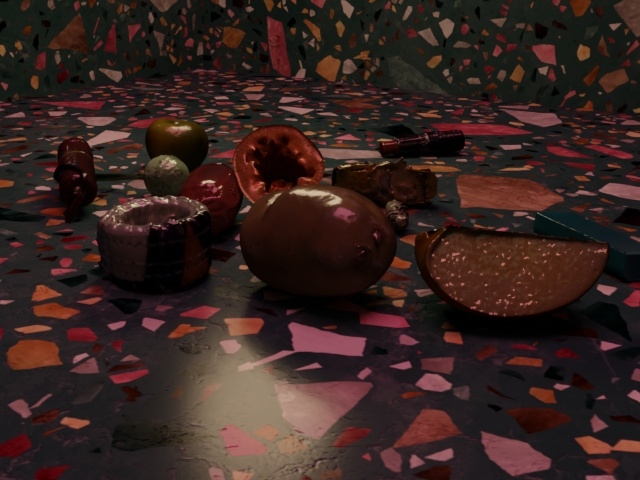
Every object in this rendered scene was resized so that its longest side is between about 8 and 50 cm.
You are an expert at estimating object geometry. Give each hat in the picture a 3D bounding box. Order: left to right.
[{"bbox_3d":[-0.072,-0.140,1.944,0.244,0.233,0.233,-3,-24,16],"label":"hat"}]

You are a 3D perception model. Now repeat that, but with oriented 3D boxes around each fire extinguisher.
[{"bbox_3d":[-0.655,-0.161,2.023,0.105,0.141,0.341,21,20,-27],"label":"fire extinguisher"}]

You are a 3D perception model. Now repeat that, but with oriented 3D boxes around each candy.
[{"bbox_3d":[-0.564,-0.181,2.148,0.440,0.119,0.119,3,20,23],"label":"candy"}]

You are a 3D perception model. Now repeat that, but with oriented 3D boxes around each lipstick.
[{"bbox_3d":[0.344,-0.328,2.591,0.300,0.081,0.081,-6,22,-12],"label":"lipstick"}]

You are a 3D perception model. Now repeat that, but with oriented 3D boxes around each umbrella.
[{"bbox_3d":[0.193,-0.062,1.905,0.062,0.067,0.143,29,11,-10],"label":"umbrella"}]

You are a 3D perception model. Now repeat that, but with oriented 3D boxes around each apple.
[{"bbox_3d":[-0.442,-0.292,2.344,0.196,0.157,0.196,2,21,-1],"label":"apple"},{"bbox_3d":[0.350,0.054,1.443,0.346,0.179,0.254,4,33,3],"label":"apple"}]

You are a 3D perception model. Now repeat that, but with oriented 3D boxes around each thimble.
[{"bbox_3d":[-0.344,0.002,1.583,0.237,0.150,0.237,0,21,0],"label":"thimble"}]

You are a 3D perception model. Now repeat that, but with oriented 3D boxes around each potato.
[{"bbox_3d":[0.000,0.000,1.506,0.326,0.221,0.243,2,8,32],"label":"potato"}]

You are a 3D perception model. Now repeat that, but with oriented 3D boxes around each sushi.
[{"bbox_3d":[0.174,-0.168,2.085,0.291,0.139,0.131,6,13,17],"label":"sushi"}]

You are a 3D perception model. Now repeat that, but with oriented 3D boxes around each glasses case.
[{"bbox_3d":[0.626,0.008,1.742,0.117,0.070,0.301,-1,18,-24],"label":"glasses case"}]

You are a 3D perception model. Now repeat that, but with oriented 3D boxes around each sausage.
[{"bbox_3d":[-0.269,-0.101,1.858,0.152,0.152,0.279,2,21,1],"label":"sausage"}]
